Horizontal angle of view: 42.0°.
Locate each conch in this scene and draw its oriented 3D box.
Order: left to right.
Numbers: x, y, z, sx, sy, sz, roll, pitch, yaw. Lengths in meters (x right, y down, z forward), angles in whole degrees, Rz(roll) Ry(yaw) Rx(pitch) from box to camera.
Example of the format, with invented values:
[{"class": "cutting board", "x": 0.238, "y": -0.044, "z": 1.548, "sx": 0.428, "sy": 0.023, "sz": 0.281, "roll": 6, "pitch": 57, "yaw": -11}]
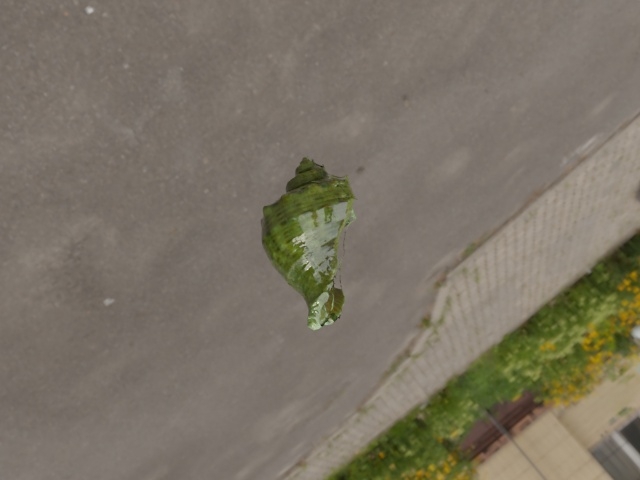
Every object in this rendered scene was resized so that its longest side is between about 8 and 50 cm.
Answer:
[{"class": "conch", "x": 0.000, "y": 0.000, "z": 0.584, "sx": 0.074, "sy": 0.121, "sz": 0.089, "roll": -11, "pitch": 176, "yaw": 36}]
